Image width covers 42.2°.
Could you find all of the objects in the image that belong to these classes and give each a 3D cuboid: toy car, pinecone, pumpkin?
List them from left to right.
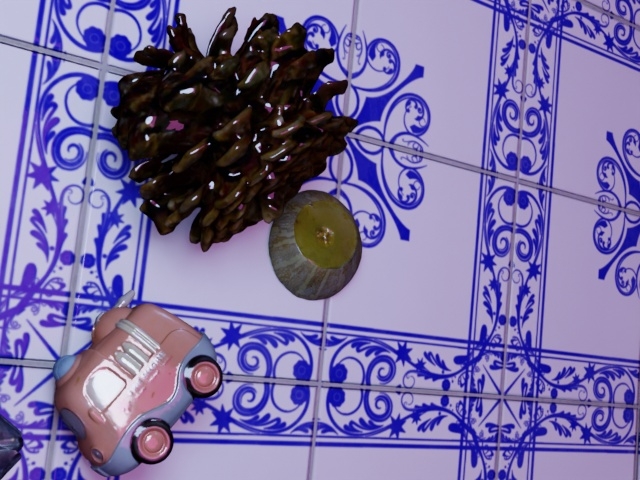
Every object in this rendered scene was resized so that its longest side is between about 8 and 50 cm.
[{"bbox_3d":[-0.304,0.223,1.315,0.212,0.180,0.271,43,64,-12],"label":"toy car"},{"bbox_3d":[-0.142,-0.195,1.332,0.397,0.397,0.398,2,86,-33],"label":"pinecone"},{"bbox_3d":[0.010,0.006,1.576,0.217,0.110,0.218,2,86,-28],"label":"pumpkin"}]

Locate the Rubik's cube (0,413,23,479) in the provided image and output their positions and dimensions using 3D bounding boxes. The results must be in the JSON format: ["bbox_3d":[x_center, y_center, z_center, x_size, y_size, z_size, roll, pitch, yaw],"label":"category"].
[{"bbox_3d":[-0.598,0.280,1.002,0.307,0.305,0.310,49,54,-14],"label":"Rubik's cube"}]
